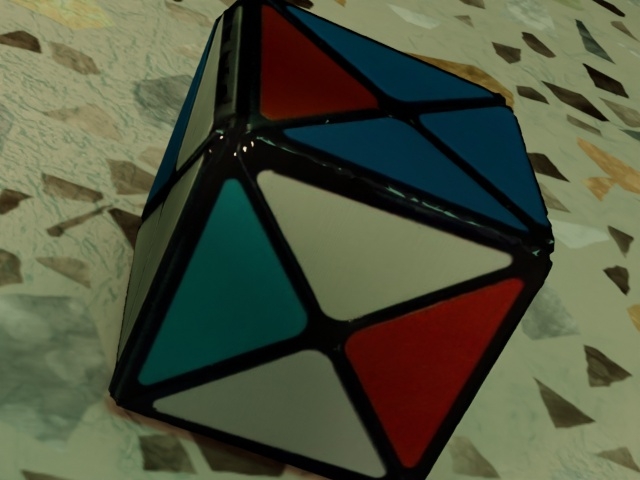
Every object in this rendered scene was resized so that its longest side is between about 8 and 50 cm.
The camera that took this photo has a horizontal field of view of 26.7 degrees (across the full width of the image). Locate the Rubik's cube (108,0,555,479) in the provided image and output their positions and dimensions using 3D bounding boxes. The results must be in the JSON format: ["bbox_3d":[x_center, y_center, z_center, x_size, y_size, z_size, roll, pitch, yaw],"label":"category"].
[{"bbox_3d":[0.000,0.000,1.000,0.248,0.250,0.246,19,30,-12],"label":"Rubik's cube"}]
